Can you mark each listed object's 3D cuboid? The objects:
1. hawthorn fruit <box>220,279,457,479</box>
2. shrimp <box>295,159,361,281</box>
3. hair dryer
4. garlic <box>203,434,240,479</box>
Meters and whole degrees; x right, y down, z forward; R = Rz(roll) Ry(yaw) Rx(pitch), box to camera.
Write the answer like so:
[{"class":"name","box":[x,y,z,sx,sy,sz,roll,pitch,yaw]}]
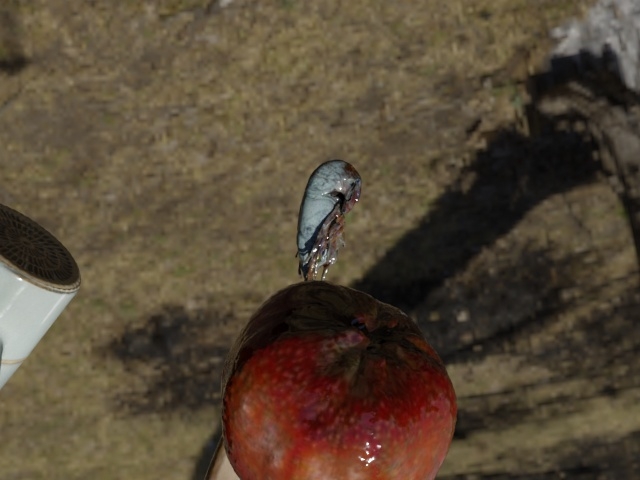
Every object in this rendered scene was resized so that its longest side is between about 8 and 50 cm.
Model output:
[{"class":"hawthorn fruit","box":[0.002,0.129,0.835,0.157,0.157,0.194,4,119,-26]},{"class":"shrimp","box":[0.000,0.000,1.771,0.079,0.233,0.090,12,-172,-13]},{"class":"hair dryer","box":[-0.254,0.116,0.859,0.107,0.357,0.173,33,105,-21]},{"class":"garlic","box":[-0.057,0.243,1.435,0.115,0.207,0.128,24,-169,16]}]
